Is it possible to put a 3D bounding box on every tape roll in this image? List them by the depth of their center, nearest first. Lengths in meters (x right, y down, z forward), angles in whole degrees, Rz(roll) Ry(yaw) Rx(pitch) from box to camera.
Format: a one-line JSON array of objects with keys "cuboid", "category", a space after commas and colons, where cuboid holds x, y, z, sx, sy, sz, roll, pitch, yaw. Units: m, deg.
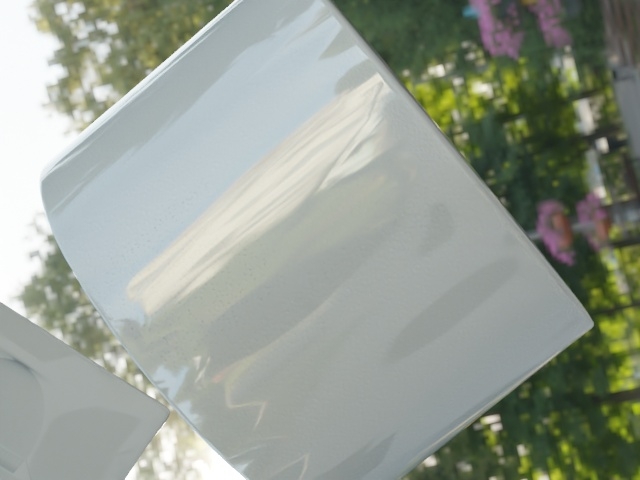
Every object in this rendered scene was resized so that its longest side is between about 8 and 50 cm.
[{"cuboid": [0.000, 0.000, 0.699, 0.246, 0.169, 0.246, 50, -173, -9], "category": "tape roll"}]

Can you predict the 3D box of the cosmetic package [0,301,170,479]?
[{"cuboid": [-0.269, 0.145, 0.932, 0.224, 0.225, 0.138, 37, 168, -23], "category": "cosmetic package"}]
